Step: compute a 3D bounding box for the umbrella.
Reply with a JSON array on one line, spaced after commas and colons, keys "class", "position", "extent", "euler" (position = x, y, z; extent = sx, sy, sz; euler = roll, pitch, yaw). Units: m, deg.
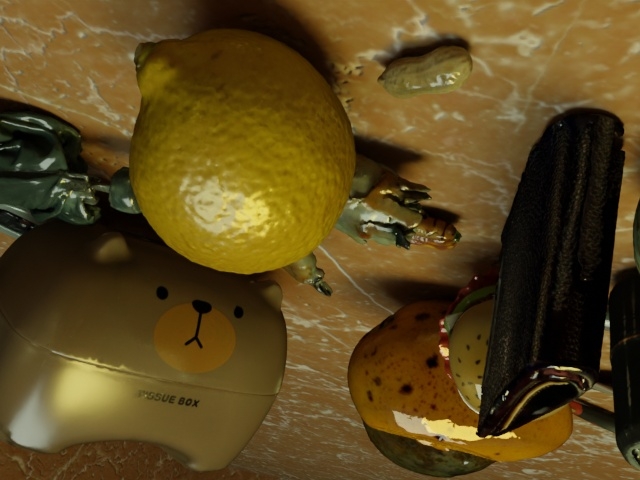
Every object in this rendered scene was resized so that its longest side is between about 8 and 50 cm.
[{"class": "umbrella", "position": [-0.356, -0.087, 0.956], "extent": [0.348, 0.094, 0.143], "euler": [9, 150, 14]}]

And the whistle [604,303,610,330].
[{"class": "whistle", "position": [0.321, 0.087, 0.965], "extent": [0.176, 0.033, 0.033], "euler": [7, 155, 21]}]

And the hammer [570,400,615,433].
[{"class": "hammer", "position": [0.408, 0.267, 1.317], "extent": [0.287, 0.033, 0.111], "euler": [24, 157, -18]}]

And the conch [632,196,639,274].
[{"class": "conch", "position": [0.316, 0.020, 0.627], "extent": [0.172, 0.131, 0.200], "euler": [37, 142, 1]}]

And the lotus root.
[{"class": "lotus root", "position": [0.192, 0.326, 1.464], "extent": [0.210, 0.142, 0.314], "euler": [27, 154, -19]}]

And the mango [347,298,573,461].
[{"class": "mango", "position": [0.182, 0.178, 1.063], "extent": [0.290, 0.191, 0.160], "euler": [18, 171, 9]}]

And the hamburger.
[{"class": "hamburger", "position": [0.212, 0.124, 0.912], "extent": [0.175, 0.175, 0.137], "euler": [14, -164, 7]}]

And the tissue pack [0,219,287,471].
[{"class": "tissue pack", "position": [-0.239, 0.125, 1.094], "extent": [0.387, 0.277, 0.267], "euler": [22, -175, -38]}]

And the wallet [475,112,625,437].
[{"class": "wallet", "position": [0.191, 0.046, 0.722], "extent": [0.071, 0.221, 0.262], "euler": [11, 157, 1]}]

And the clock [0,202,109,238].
[{"class": "clock", "position": [-0.406, -0.042, 1.144], "extent": [0.244, 0.056, 0.244], "euler": [15, 157, 7]}]

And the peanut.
[{"class": "peanut", "position": [0.079, -0.128, 0.640], "extent": [0.083, 0.037, 0.037], "euler": [3, 154, 39]}]

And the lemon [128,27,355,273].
[{"class": "lemon", "position": [-0.065, -0.069, 0.677], "extent": [0.186, 0.187, 0.244], "euler": [3, 147, 29]}]

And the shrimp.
[{"class": "shrimp", "position": [-0.019, -0.024, 0.871], "extent": [0.185, 0.068, 0.287], "euler": [37, 149, -4]}]

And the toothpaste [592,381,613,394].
[{"class": "toothpaste", "position": [0.461, 0.206, 1.124], "extent": [0.075, 0.048, 0.301], "euler": [0, 180, -42]}]

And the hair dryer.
[{"class": "hair dryer", "position": [0.384, 0.069, 0.732], "extent": [0.107, 0.189, 0.352], "euler": [19, 144, -9]}]

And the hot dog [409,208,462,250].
[{"class": "hot dog", "position": [0.092, -0.017, 0.888], "extent": [0.122, 0.037, 0.049], "euler": [15, 169, 17]}]
